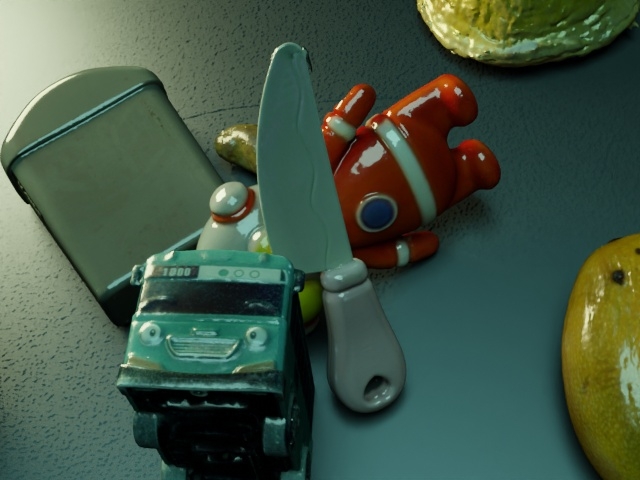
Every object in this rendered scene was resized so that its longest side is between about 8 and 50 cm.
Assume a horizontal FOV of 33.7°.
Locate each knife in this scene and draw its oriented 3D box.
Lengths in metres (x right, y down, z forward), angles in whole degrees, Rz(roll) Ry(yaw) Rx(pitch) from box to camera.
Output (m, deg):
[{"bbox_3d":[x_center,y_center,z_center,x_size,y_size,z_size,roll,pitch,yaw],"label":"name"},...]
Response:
[{"bbox_3d":[-0.002,0.002,0.880,0.081,0.336,0.043,-24,24,-14],"label":"knife"}]

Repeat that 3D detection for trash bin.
[{"bbox_3d":[-0.195,-0.054,1.030,0.176,0.101,0.236,-31,67,-14],"label":"trash bin"}]

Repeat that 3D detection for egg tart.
[{"bbox_3d":[0.221,-0.288,1.127,0.252,0.098,0.232,15,60,16],"label":"egg tart"}]

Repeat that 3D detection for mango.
[{"bbox_3d":[0.287,0.113,0.894,0.157,0.109,0.262,-4,63,-2],"label":"mango"}]

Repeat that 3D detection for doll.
[{"bbox_3d":[0.007,-0.016,0.947,0.336,0.200,0.105,-32,36,-8],"label":"doll"}]

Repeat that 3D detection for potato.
[{"bbox_3d":[-0.064,-0.092,1.068,0.092,0.045,0.047,23,102,18],"label":"potato"}]

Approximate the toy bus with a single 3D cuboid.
[{"bbox_3d":[-0.071,0.114,0.840,0.128,0.256,0.147,1,59,5],"label":"toy bus"}]
